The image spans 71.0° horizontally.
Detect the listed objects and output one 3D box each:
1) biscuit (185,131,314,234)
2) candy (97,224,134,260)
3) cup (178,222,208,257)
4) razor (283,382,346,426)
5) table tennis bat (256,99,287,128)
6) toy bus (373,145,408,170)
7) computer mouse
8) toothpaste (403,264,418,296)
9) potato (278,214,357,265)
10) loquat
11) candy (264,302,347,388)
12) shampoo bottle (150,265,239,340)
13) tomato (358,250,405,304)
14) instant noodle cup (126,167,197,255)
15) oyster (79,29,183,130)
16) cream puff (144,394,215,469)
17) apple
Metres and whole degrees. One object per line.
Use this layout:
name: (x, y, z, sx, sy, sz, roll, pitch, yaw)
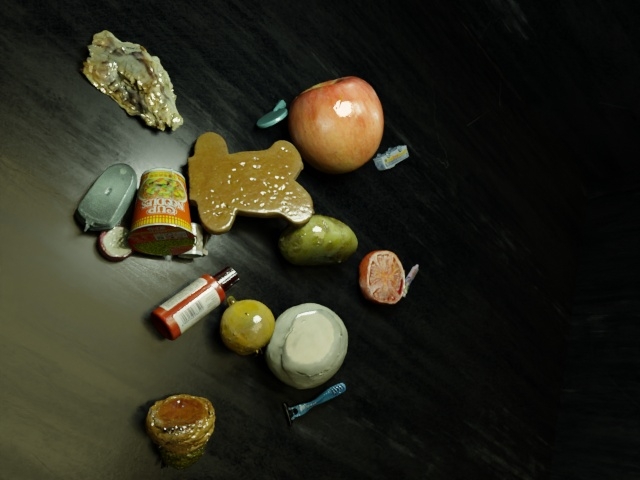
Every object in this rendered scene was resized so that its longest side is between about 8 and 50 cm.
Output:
biscuit: (-0.240, -0.193, 1.486, 0.394, 0.076, 0.368, -6, 67, -19)
candy: (-0.576, 0.007, 1.275, 0.103, 0.043, 0.103, 10, 73, -35)
cup: (-0.389, 0.001, 1.394, 0.102, 0.074, 0.099, 7, 74, -35)
razor: (-0.011, 0.556, 1.557, 0.253, 0.042, 0.082, -12, 85, -39)
table tennis bat: (-0.168, -0.469, 1.660, 0.201, 0.124, 0.033, -71, 142, -50)
toy bus: (0.318, -0.375, 2.021, 0.190, 0.064, 0.075, -34, 112, -37)
computer mouse: (-0.600, -0.115, 1.272, 0.113, 0.068, 0.229, 26, 68, -6)
toothpaste: (0.387, 0.170, 1.954, 0.045, 0.028, 0.170, 44, 61, -12)
potato: (0.000, 0.000, 1.604, 0.307, 0.210, 0.173, 4, 52, -39)
loquat: (-0.233, 0.261, 1.398, 0.172, 0.149, 0.204, -35, 79, -19)
candy: (-0.046, 0.347, 1.495, 0.296, 0.185, 0.295, 1, 86, -22)
shampoo bottle: (-0.363, 0.175, 1.351, 0.278, 0.104, 0.104, -39, 102, -36)
tomato: (0.234, 0.154, 1.804, 0.237, 0.095, 0.236, 10, 74, -38)
instant noodle cup: (-0.456, -0.088, 1.302, 0.193, 0.193, 0.212, 11, 57, -34)
oyster: (-0.556, -0.496, 1.380, 0.354, 0.107, 0.201, 41, 61, -21)
cream puff: (-0.385, 0.538, 1.228, 0.183, 0.183, 0.168, -3, 106, -37)
apple: (0.061, -0.418, 1.662, 0.364, 0.364, 0.363, 10, 73, -34)
